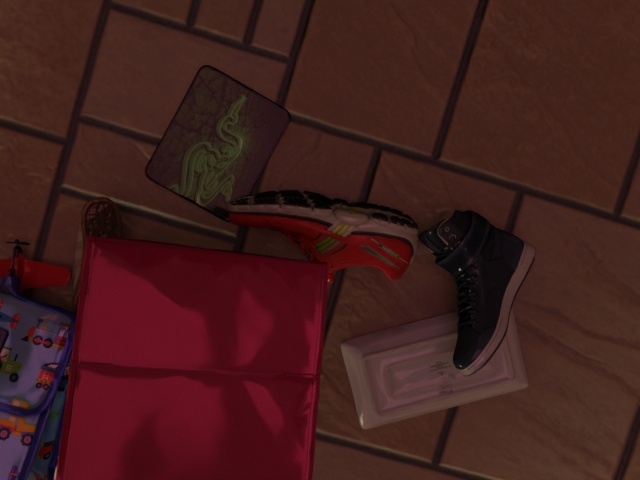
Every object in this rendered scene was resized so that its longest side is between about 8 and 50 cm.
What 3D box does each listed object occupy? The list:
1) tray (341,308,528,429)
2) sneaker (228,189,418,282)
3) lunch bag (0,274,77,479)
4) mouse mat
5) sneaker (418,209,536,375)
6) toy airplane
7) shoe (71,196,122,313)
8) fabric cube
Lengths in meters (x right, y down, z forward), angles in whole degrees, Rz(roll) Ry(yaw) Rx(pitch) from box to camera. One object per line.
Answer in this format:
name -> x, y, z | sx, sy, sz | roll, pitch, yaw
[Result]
tray -> 0.177, 0.191, 1.061 | 0.270, 0.030, 0.145 | -14, 96, -2
sneaker -> 0.000, 0.000, 1.002 | 0.278, 0.107, 0.119 | 11, 104, -1
lunch bag -> -0.458, 0.189, 0.968 | 0.220, 0.138, 0.293 | 17, 91, 1
mouse mat -> -0.150, -0.141, 1.026 | 0.152, 0.007, 0.190 | 29, 93, -5
sneaker -> 0.197, 0.062, 1.000 | 0.163, 0.086, 0.226 | 32, 67, -11
toy airplane -> -0.438, 0.072, 1.009 | 0.151, 0.028, 0.151 | 1, 100, 6
shoe -> -0.317, 0.044, 1.012 | 0.076, 0.058, 0.219 | 3, 99, -24
fabric cube -> -0.154, 0.146, 0.828 | 0.258, 0.254, 0.259 | 7, 82, -16
